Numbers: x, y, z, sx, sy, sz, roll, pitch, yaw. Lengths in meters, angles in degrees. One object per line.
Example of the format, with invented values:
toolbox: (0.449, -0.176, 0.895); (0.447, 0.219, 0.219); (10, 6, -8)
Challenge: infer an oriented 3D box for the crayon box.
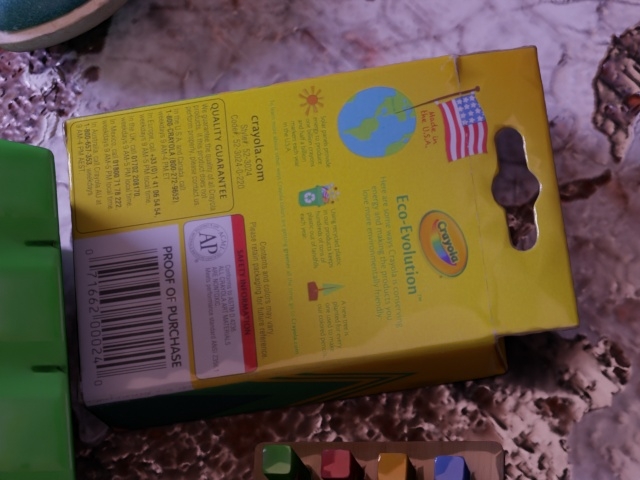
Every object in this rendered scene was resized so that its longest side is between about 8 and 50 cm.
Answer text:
crayon box: (0.000, 0.000, 1.299); (0.319, 0.081, 0.202); (-8, 70, 8)

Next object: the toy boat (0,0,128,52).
toy boat: (-0.251, -0.269, 1.403); (0.318, 0.148, 0.267); (6, 72, 12)

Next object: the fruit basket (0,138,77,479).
fruit basket: (-0.331, 0.108, 1.209); (0.392, 0.283, 0.392); (2, 69, -5)

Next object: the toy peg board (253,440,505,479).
toy peg board: (0.029, 0.196, 1.226); (0.161, 0.079, 0.161); (-1, 71, 10)
